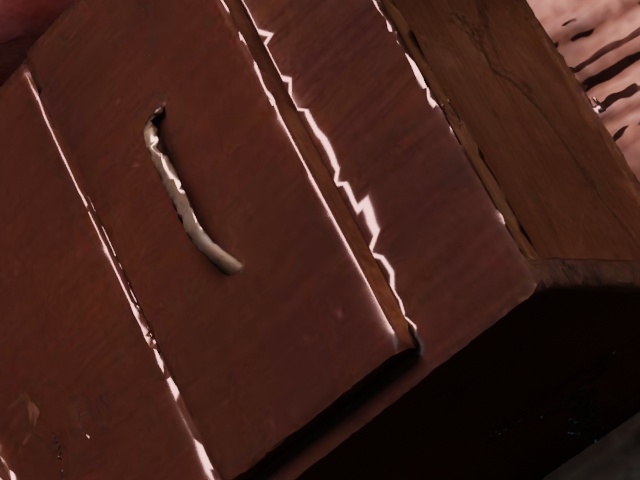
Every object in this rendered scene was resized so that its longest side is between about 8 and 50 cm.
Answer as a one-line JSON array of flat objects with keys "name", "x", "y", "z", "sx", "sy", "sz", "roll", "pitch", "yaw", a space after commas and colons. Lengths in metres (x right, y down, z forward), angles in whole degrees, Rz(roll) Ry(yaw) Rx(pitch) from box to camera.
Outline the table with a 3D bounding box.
[{"name": "table", "x": 0.000, "y": 0.000, "z": 0.610, "sx": 0.193, "sy": 0.172, "sz": 0.169, "roll": -41, "pitch": 65, "yaw": 31}]

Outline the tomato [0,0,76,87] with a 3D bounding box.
[{"name": "tomato", "x": -0.098, "y": -0.189, "z": 0.659, "sx": 0.227, "sy": 0.270, "sz": 0.270, "roll": -10, "pitch": 80, "yaw": 8}]
